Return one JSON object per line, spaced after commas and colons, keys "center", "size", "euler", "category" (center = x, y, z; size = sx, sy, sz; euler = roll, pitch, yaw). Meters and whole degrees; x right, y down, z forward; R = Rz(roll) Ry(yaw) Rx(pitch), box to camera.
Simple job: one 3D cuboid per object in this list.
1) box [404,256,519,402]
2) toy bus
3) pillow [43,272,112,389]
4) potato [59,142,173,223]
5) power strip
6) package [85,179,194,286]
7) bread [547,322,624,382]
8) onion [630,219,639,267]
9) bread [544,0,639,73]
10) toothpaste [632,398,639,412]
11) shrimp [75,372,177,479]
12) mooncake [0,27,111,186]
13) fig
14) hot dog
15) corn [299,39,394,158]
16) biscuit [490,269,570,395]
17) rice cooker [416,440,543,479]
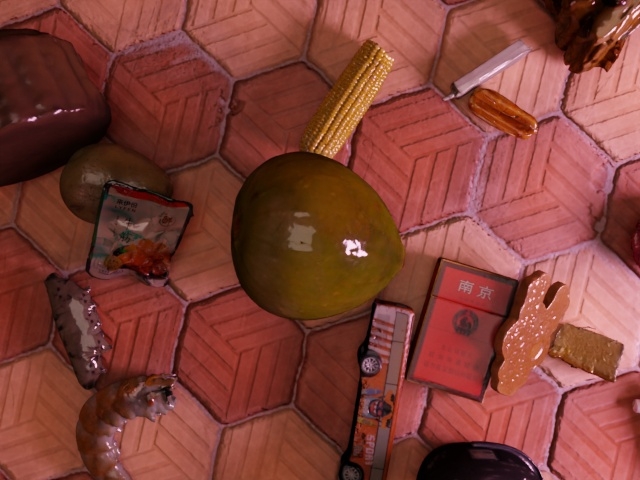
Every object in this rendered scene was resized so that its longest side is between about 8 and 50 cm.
{"center": [0.262, 0.166, 1.322], "size": [0.153, 0.074, 0.240], "euler": [17, 92, 6], "category": "box"}
{"center": [0.099, 0.316, 1.326], "size": [0.092, 0.093, 0.409], "euler": [9, 93, 2], "category": "toy bus"}
{"center": [-0.468, 0.169, 1.378], "size": [0.093, 0.051, 0.241], "euler": [-21, 87, 4], "category": "pillow"}
{"center": [-0.377, -0.105, 1.319], "size": [0.194, 0.157, 0.157], "euler": [5, 91, 7], "category": "potato"}
{"center": [0.310, -0.317, 1.321], "size": [0.191, 0.047, 0.030], "euler": [-32, 85, 3], "category": "power strip"}
{"center": [-0.342, 0.002, 1.307], "size": [0.166, 0.040, 0.232], "euler": [16, 126, -18], "category": "package"}
{"center": [0.492, 0.201, 1.303], "size": [0.109, 0.080, 0.084], "euler": [20, 91, 2], "category": "bread"}
{"center": [0.649, 0.001, 1.260], "size": [0.150, 0.140, 0.150], "euler": [2, 80, -10], "category": "onion"}
{"center": [0.515, -0.481, 1.185], "size": [0.191, 0.314, 0.370], "euler": [38, 98, 11], "category": "bread"}
{"center": [0.698, 0.315, 1.319], "size": [0.218, 0.033, 0.052], "euler": [3, 97, -1], "category": "toothpaste"}
{"center": [-0.388, 0.385, 1.370], "size": [0.185, 0.068, 0.287], "euler": [13, 94, 5], "category": "shrimp"}
{"center": [-0.550, -0.230, 1.248], "size": [0.324, 0.324, 0.187], "euler": [-27, 86, 4], "category": "mooncake"}
{"center": [0.000, 0.000, 1.243], "size": [0.316, 0.316, 0.316], "euler": [0, 91, 4], "category": "fig"}
{"center": [0.345, -0.238, 1.326], "size": [0.144, 0.038, 0.062], "euler": [30, 90, 0], "category": "hot dog"}
{"center": [0.049, -0.257, 1.322], "size": [0.081, 0.081, 0.248], "euler": [34, 92, 2], "category": "corn"}
{"center": [0.381, 0.175, 1.298], "size": [0.144, 0.040, 0.236], "euler": [24, 94, -32], "category": "biscuit"}
{"center": [0.287, 0.492, 1.251], "size": [0.267, 0.224, 0.267], "euler": [0, 90, 2], "category": "rice cooker"}
